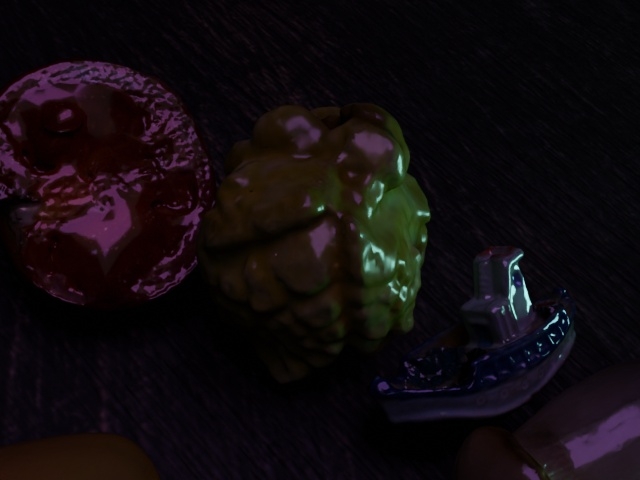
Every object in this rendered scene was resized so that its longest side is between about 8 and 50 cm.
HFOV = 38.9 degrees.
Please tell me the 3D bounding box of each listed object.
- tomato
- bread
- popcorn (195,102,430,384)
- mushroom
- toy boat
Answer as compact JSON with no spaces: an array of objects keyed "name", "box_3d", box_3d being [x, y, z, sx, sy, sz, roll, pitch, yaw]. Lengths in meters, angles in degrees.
[{"name":"tomato","box_3d":[-0.209,-0.046,0.850,0.200,0.139,0.233,-19,90,-23]},{"name":"bread","box_3d":[-0.213,0.208,0.639,0.217,0.098,0.147,-10,48,-26]},{"name":"popcorn","box_3d":[0.000,0.000,0.812,0.195,0.255,0.256,1,1,36]},{"name":"mushroom","box_3d":[0.297,0.166,0.797,0.407,0.154,0.138,-20,101,-29]},{"name":"toy boat","box_3d":[0.143,0.088,0.826,0.262,0.114,0.115,-34,106,-34]}]
